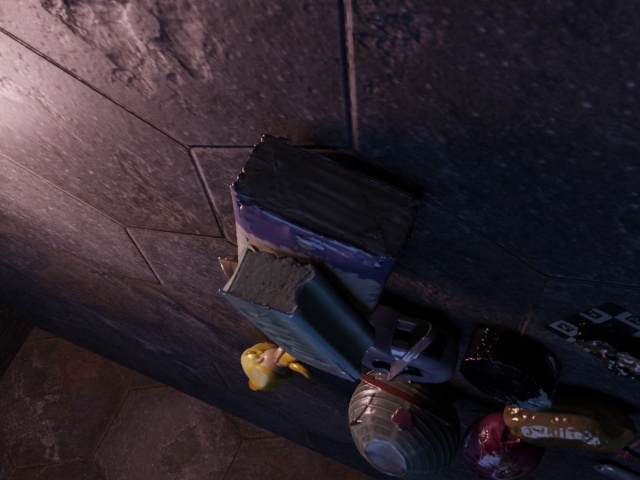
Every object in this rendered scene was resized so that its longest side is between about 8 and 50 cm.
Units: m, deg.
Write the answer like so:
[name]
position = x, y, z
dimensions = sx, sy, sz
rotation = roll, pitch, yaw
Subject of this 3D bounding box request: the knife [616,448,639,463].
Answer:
[knife]
position = 0.630, 0.436, 1.634
dimensions = 0.247, 0.018, 0.035
rotation = 31, 161, -4

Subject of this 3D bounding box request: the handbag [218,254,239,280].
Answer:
[handbag]
position = -0.056, 0.108, 1.516
dimensions = 0.271, 0.117, 0.182
rotation = 11, 142, 28

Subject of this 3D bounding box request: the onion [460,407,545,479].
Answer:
[onion]
position = 0.392, 0.439, 1.732
dimensions = 0.177, 0.153, 0.177
rotation = 17, 146, 12

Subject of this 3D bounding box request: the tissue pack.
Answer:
[tissue pack]
position = 0.000, 0.000, 1.195
dimensions = 0.243, 0.125, 0.343
rotation = 23, 161, 5

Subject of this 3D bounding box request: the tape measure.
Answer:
[tape measure]
position = 0.155, 0.196, 1.481
dimensions = 0.197, 0.120, 0.236
rotation = 10, 159, 20

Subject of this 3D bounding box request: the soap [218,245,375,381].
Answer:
[soap]
position = -0.029, 0.112, 1.186
dimensions = 0.150, 0.094, 0.261
rotation = 11, 157, 32

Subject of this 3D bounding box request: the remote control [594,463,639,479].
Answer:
[remote control]
position = 0.708, 0.550, 1.761
dimensions = 0.229, 0.044, 0.073
rotation = 27, 161, -2

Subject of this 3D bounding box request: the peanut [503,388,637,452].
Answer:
[peanut]
position = 0.452, 0.327, 1.465
dimensions = 0.237, 0.110, 0.120
rotation = 2, 127, 33

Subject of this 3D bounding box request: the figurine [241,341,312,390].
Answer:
[figurine]
position = -0.114, 0.316, 2.066
dimensions = 0.156, 0.131, 0.246
rotation = 21, 152, -29

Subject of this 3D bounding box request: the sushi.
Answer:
[sushi]
position = 0.458, 0.182, 1.196
dimensions = 0.215, 0.050, 0.192
rotation = 28, 158, -5

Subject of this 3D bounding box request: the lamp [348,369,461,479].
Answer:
[lamp]
position = 0.183, 0.394, 1.761
dimensions = 0.265, 0.233, 0.233
rotation = 28, 159, 7

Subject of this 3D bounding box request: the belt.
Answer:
[belt]
position = 0.335, 0.226, 1.397
dimensions = 0.151, 0.078, 0.198
rotation = -5, 141, 46
